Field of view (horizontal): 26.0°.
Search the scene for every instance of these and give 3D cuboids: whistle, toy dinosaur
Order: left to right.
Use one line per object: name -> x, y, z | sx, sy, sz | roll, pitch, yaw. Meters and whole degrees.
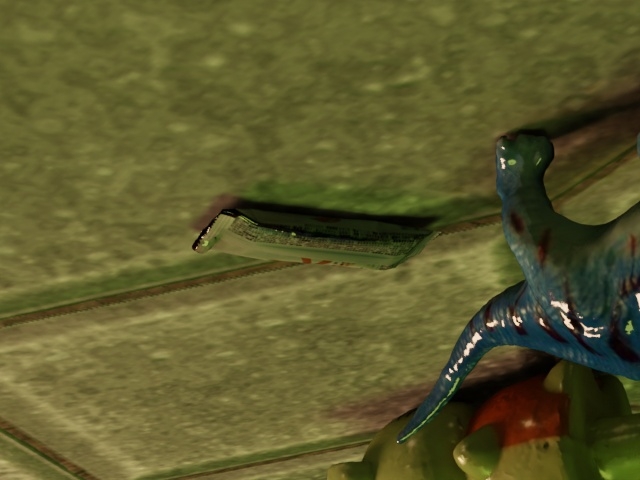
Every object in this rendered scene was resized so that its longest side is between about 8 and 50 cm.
whistle -> 0.133, 0.135, 0.835 | 0.289, 0.106, 0.131 | -20, 149, 32
toy dinosaur -> 0.140, -0.006, 0.526 | 0.076, 0.144, 0.329 | 8, 164, -41

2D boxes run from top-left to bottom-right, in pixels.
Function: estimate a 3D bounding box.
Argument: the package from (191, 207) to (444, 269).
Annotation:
package -> 0.000, 0.000, 0.608 | 0.110, 0.015, 0.037 | 6, 153, -27
